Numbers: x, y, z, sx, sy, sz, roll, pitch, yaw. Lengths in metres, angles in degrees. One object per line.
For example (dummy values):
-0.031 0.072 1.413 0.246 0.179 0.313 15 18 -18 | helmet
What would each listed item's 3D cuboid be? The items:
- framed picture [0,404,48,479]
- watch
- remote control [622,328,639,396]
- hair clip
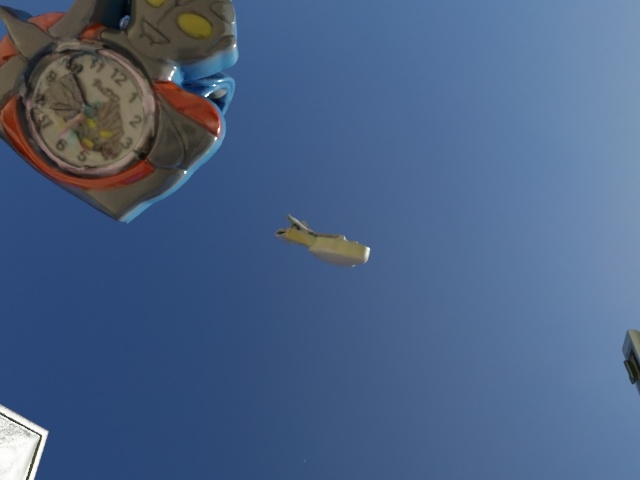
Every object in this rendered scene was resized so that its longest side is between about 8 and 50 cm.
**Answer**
-0.564 0.353 0.737 0.019 0.281 0.209 -16 -134 5 | framed picture
-0.215 -0.184 0.577 0.241 0.274 0.305 41 -91 -7 | watch
0.510 0.277 0.659 0.051 0.103 0.293 -17 -127 17 | remote control
-0.002 0.001 0.923 0.218 0.159 0.071 17 -96 39 | hair clip
